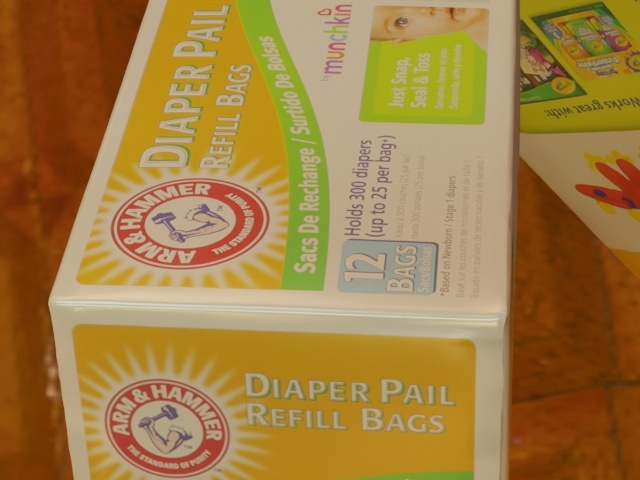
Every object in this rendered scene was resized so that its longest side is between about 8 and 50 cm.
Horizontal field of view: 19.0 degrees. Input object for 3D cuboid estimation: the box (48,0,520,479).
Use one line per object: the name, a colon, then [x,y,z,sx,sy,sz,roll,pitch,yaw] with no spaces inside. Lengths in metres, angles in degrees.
box: [0.000,0.000,0.549,0.114,0.203,0.103,1,126,5]

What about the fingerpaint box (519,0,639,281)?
fingerpaint box: [0.307,-0.102,1.117,0.163,0.371,0.445,-55,24,-21]
